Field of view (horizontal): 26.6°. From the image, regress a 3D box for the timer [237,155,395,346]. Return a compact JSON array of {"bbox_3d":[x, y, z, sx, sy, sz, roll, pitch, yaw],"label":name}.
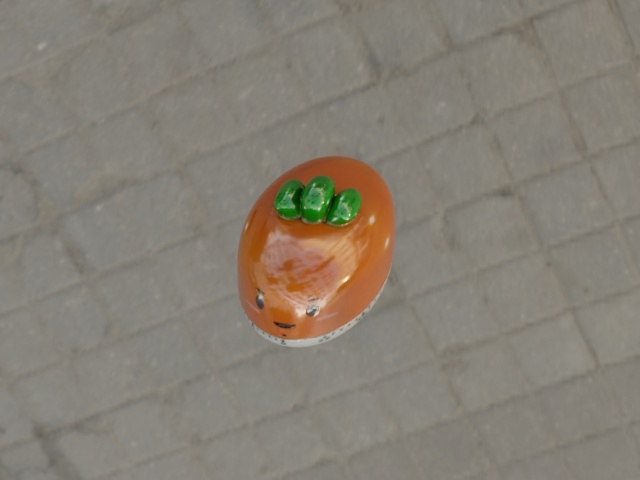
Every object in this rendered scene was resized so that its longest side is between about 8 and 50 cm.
[{"bbox_3d":[0.000,0.000,0.893,0.099,0.136,0.136,23,117,5],"label":"timer"}]
